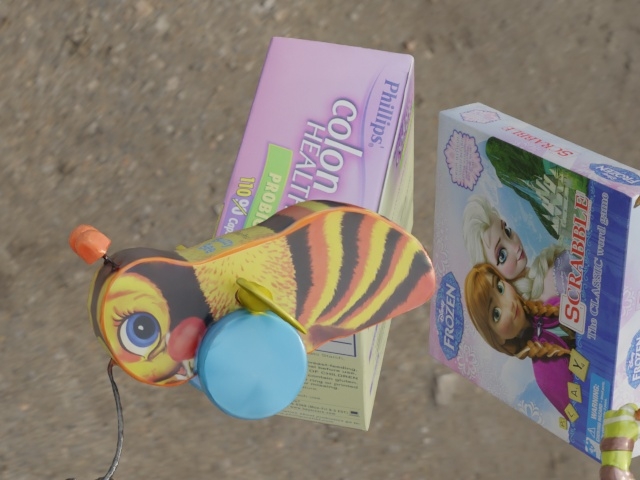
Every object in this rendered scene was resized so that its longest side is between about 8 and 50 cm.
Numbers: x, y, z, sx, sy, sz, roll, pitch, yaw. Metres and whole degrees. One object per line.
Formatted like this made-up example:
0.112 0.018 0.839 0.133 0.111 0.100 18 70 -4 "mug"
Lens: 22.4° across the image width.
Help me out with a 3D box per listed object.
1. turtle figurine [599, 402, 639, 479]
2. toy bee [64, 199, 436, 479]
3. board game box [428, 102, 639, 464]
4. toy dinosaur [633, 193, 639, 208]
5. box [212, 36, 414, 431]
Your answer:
0.199 0.250 1.202 0.087 0.217 0.269 -3 87 -57 "turtle figurine"
-0.077 0.043 1.027 0.298 0.195 0.162 -40 110 -32 "toy bee"
0.244 0.042 1.806 0.066 0.318 0.319 -14 116 -31 "board game box"
0.308 -0.014 1.310 0.112 0.064 0.211 44 42 -38 "toy dinosaur"
0.000 0.000 1.294 0.117 0.243 0.213 10 60 8 "box"
